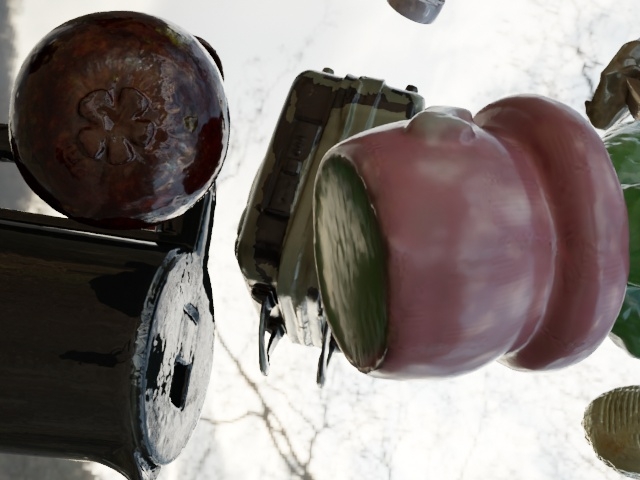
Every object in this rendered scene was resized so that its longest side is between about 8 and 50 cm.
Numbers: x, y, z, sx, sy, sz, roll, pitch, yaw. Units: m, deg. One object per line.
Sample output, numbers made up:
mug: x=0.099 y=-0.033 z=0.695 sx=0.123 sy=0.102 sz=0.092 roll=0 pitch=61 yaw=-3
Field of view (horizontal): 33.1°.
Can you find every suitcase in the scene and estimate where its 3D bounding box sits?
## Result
suitcase: x=0.000 y=0.000 z=1.260 sx=0.351 sy=0.193 sz=0.339 roll=81 pitch=25 yaw=-73

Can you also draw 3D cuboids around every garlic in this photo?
garlic: x=0.482 y=-0.150 z=1.216 sx=0.325 sy=0.279 sz=0.132 roll=24 pitch=-51 yaw=25

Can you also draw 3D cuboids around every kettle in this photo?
kettle: x=-0.248 y=0.056 z=0.900 sx=0.262 sy=0.307 sz=0.203 roll=-73 pitch=163 yaw=-45

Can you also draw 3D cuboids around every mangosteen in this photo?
mangosteen: x=-0.131 y=-0.075 z=0.748 sx=0.181 sy=0.155 sz=0.146 roll=101 pitch=-31 yaw=-77

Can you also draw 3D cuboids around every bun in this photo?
bun: x=0.491 y=0.293 z=1.632 sx=0.164 sy=0.188 sz=0.111 roll=-80 pitch=160 yaw=-44

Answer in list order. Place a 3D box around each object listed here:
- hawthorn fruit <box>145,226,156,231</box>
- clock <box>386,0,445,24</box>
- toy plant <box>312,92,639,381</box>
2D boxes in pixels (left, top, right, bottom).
hawthorn fruit: x=-0.219 y=0.034 z=1.230 sx=0.133 sy=0.132 sz=0.138 roll=-110 pitch=-158 yaw=-53
clock: x=0.109 y=-0.293 z=1.243 sx=0.041 sy=0.087 sz=0.129 roll=-62 pitch=175 yaw=35
toy plant: x=0.185 y=0.004 z=0.791 sx=0.317 sy=0.356 sz=0.211 roll=-139 pitch=-128 yaw=-63
